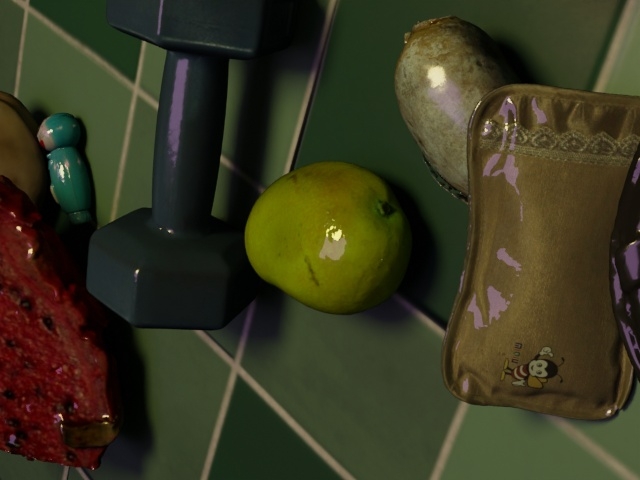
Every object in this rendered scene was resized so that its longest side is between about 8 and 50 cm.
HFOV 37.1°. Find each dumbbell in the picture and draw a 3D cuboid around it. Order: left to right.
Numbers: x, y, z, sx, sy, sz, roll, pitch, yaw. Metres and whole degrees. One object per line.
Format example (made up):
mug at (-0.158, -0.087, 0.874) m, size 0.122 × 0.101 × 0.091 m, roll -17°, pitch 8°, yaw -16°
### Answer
dumbbell at (-0.113, -0.087, 0.820) m, size 0.160 × 0.144 × 0.325 m, roll 29°, pitch 119°, yaw 43°

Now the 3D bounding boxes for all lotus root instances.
lotus root at (0.103, -0.077, 0.636) m, size 0.088 × 0.088 × 0.165 m, roll -35°, pitch 83°, yaw 45°

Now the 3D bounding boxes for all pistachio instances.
pistachio at (-0.401, -0.078, 1.139) m, size 0.153 × 0.137 × 0.238 m, roll 46°, pitch 133°, yaw 8°

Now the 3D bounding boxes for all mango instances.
mango at (0.001, -0.006, 0.749) m, size 0.163 × 0.089 × 0.117 m, roll 21°, pitch 112°, yaw 44°

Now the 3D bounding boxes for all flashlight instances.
flashlight at (-0.284, -0.081, 1.080) m, size 0.051 × 0.051 × 0.129 m, roll -14°, pitch 92°, yaw 48°

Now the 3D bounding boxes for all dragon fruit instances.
dragon fruit at (-0.338, 0.095, 1.032) m, size 0.302 × 0.240 × 0.330 m, roll 20°, pitch 120°, yaw 22°

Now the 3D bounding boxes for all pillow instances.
pillow at (0.146, 0.012, 0.602) m, size 0.130 × 0.033 × 0.218 m, roll 8°, pitch 109°, yaw 6°

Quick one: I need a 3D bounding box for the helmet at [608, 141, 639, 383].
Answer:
helmet at (0.273, -0.003, 0.404) m, size 0.279 × 0.160 × 0.231 m, roll -44°, pitch 65°, yaw 29°
